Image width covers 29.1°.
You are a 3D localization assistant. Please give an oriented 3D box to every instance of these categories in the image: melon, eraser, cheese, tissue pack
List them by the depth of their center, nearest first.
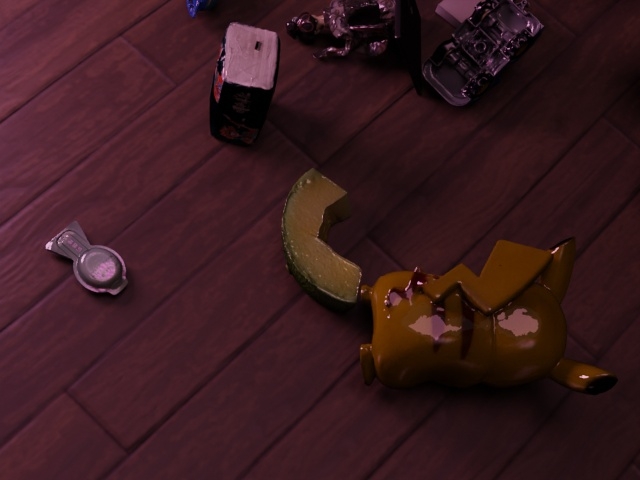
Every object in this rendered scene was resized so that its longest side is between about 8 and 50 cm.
[{"bbox_3d":[-0.314,0.027,1.685,0.120,0.026,0.067,41,63,11],"label":"cheese"},{"bbox_3d":[0.000,0.000,1.737,0.118,0.064,0.209,8,60,-5],"label":"melon"},{"bbox_3d":[-0.111,-0.220,1.764,0.090,0.170,0.103,9,65,-6],"label":"tissue pack"},{"bbox_3d":[0.272,-0.356,1.984,0.150,0.023,0.104,41,64,11],"label":"eraser"}]

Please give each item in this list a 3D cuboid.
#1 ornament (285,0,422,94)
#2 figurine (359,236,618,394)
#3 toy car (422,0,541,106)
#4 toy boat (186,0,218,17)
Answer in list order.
[{"bbox_3d":[0.048,-0.324,1.903,0.196,0.153,0.166,-5,61,14],"label":"ornament"},{"bbox_3d":[0.213,0.106,1.660,0.326,0.169,0.218,3,68,-8],"label":"figurine"},{"bbox_3d":[0.254,-0.292,1.900,0.191,0.100,0.097,-45,76,9],"label":"toy car"},{"bbox_3d":[-0.201,-0.419,1.894,0.110,0.091,0.175,12,66,-25],"label":"toy boat"}]
